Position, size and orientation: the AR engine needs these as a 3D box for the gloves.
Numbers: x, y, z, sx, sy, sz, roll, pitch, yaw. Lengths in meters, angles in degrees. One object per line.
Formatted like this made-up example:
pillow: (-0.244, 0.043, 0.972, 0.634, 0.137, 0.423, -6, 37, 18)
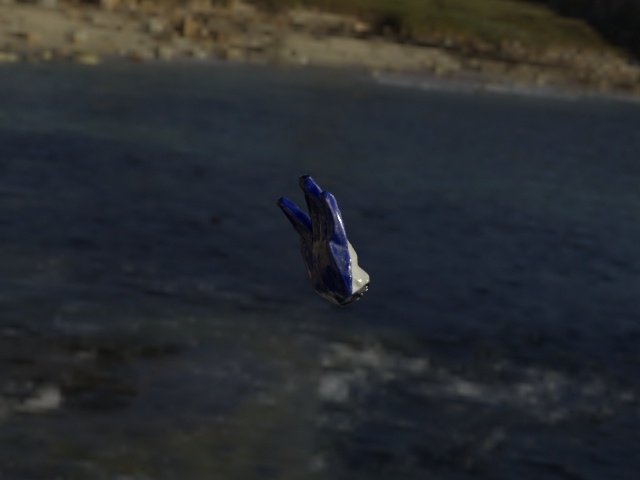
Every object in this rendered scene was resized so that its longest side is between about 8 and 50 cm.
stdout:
gloves: (0.000, 0.000, 1.167, 0.026, 0.086, 0.064, -24, 7, -27)
